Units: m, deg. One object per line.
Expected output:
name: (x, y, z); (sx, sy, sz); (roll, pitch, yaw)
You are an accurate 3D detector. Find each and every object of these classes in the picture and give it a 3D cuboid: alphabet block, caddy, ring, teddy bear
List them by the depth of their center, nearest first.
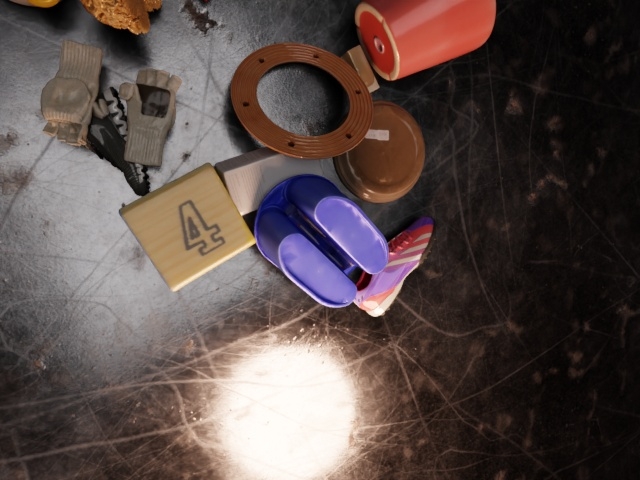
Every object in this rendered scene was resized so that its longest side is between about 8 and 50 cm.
teddy bear: (-0.402, -0.558, 0.799); (0.113, 0.245, 0.337); (-5, 94, 9)
alphabet block: (-0.283, -0.034, 0.899); (0.197, 0.192, 0.193); (-33, 107, -15)
ring: (-0.040, -0.328, 0.981); (0.337, 0.032, 0.336); (5, 67, -11)
caddy: (0.000, 0.000, 1.007); (0.241, 0.179, 0.341); (-45, 126, -1)

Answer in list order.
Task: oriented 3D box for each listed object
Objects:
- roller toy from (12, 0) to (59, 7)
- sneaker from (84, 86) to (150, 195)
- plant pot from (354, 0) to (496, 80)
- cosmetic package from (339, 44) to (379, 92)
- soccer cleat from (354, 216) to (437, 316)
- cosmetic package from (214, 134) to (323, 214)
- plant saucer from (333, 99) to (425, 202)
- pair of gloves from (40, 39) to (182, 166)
roller toy: (-0.561, -0.552, 0.769); (0.191, 0.146, 0.209); (14, 91, -20)
sneaker: (-0.442, -0.198, 0.888); (0.106, 0.078, 0.234); (-21, 98, -14)
plant pot: (0.235, -0.535, 1.016); (0.243, 0.275, 0.274); (-32, 105, -4)
cosmetic package: (0.099, -0.429, 1.070); (0.041, 0.060, 0.115); (-33, 104, -14)
soccer cleat: (0.196, 0.050, 1.130); (0.117, 0.109, 0.318); (37, 85, -15)
cosmetic package: (-0.117, -0.157, 0.989); (0.231, 0.085, 0.117); (-22, 124, -18)
plant saucer: (0.168, -0.239, 1.125); (0.278, 0.041, 0.277); (-2, 96, -19)
pair of gloves: (-0.416, -0.272, 0.833); (0.241, 0.042, 0.203); (16, 85, -16)
